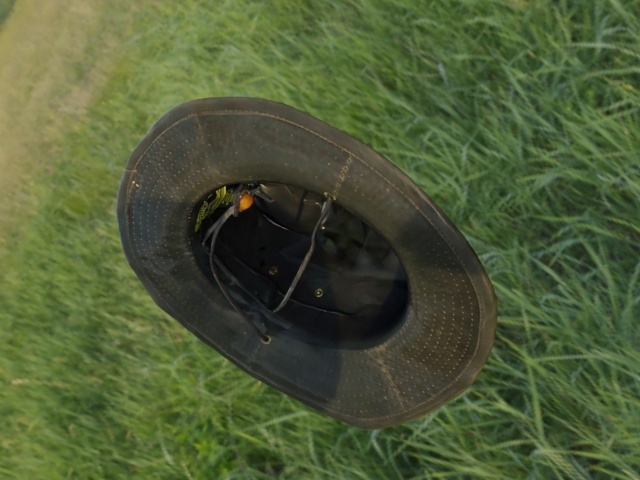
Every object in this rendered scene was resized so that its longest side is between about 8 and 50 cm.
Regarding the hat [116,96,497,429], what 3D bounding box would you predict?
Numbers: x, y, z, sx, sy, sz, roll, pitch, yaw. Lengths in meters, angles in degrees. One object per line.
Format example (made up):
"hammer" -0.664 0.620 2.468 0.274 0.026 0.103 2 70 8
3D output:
"hat" 0.000 0.000 0.719 0.331 0.331 0.134 -33 14 41
